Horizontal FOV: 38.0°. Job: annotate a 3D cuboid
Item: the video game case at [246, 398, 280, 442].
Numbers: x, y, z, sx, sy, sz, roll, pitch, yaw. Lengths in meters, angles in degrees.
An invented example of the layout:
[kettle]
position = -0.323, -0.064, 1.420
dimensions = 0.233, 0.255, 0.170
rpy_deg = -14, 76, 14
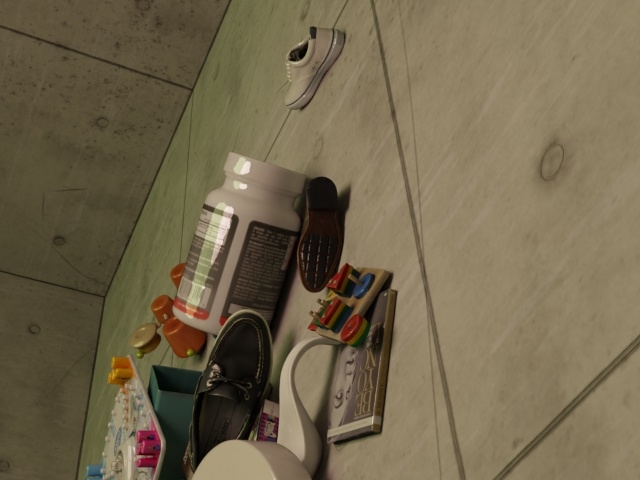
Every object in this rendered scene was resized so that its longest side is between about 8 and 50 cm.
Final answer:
[video game case]
position = -0.136, 0.441, 1.710
dimensions = 0.210, 0.042, 0.232
rpy_deg = -89, 20, -71

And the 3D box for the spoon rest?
[spoon rest]
position = -0.034, 0.287, 1.549
dimensions = 0.137, 0.084, 0.276
rpy_deg = 157, 128, -67

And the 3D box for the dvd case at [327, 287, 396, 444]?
[dvd case]
position = 0.062, 0.199, 1.447
dimensions = 0.164, 0.018, 0.221
rpy_deg = 143, 139, -60

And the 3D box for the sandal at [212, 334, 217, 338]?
[sandal]
position = -0.237, 0.168, 2.176
dimensions = 0.317, 0.126, 0.138
rpy_deg = 143, 135, -63

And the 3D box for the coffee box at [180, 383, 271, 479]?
[coffee box]
position = -0.195, 0.380, 1.904
dimensions = 0.141, 0.098, 0.246
rpy_deg = -145, 73, -71

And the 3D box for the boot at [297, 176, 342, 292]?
[boot]
position = 0.000, 0.000, 1.745
dimensions = 0.106, 0.082, 0.219
rpy_deg = 92, -176, -74

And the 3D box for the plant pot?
[plant pot]
position = -0.325, 0.435, 2.152
dimensions = 0.165, 0.166, 0.234
rpy_deg = -139, 61, -70

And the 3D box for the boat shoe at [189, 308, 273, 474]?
[boat shoe]
position = -0.177, 0.300, 1.760
dimensions = 0.113, 0.127, 0.339
rpy_deg = -69, 0, -85

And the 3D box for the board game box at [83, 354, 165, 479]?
[board game box]
position = -0.462, 0.522, 2.145
dimensions = 0.390, 0.050, 0.389
rpy_deg = 47, 125, 58

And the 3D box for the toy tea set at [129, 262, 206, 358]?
[toy tea set]
position = -0.369, 0.202, 2.540
dimensions = 0.200, 0.124, 0.336
rpy_deg = -10, 39, 33

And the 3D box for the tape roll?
[tape roll]
position = -0.121, 0.512, 1.481
dimensions = 0.392, 0.072, 0.391
rpy_deg = -21, 65, 53

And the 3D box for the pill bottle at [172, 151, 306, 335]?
[pill bottle]
position = -0.161, 0.012, 1.942
dimensions = 0.210, 0.210, 0.362
rpy_deg = -155, 83, -71

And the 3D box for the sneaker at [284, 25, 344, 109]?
[sneaker]
position = -0.039, -0.399, 2.117
dimensions = 0.258, 0.091, 0.094
rpy_deg = 128, 151, -48

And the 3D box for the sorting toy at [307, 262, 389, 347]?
[sorting toy]
position = 0.034, 0.093, 1.504
dimensions = 0.132, 0.046, 0.274
rpy_deg = -56, 14, -9
